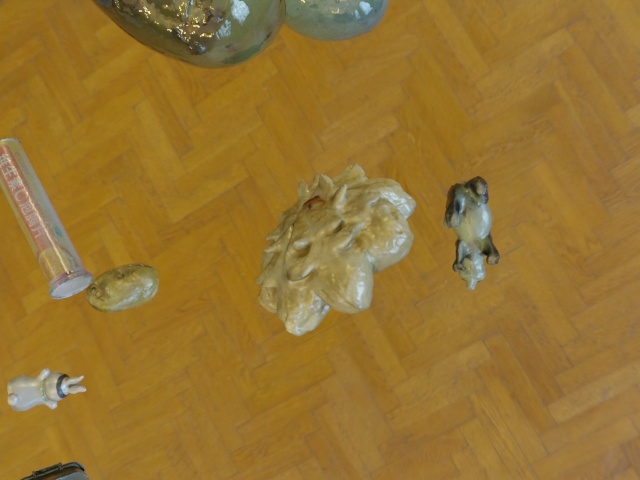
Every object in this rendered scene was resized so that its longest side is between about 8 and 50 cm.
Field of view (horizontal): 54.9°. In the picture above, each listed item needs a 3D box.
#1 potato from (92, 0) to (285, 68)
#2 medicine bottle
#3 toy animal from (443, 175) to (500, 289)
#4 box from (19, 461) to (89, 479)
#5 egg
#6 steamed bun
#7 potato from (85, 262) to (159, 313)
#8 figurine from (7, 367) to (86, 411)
[{"bbox_3d":[-0.157,-0.281,0.626,0.262,0.165,0.165,33,93,-16],"label":"potato"},{"bbox_3d":[-0.716,-0.060,1.546,0.108,0.108,0.426,-35,77,7],"label":"medicine bottle"},{"bbox_3d":[0.294,-0.014,1.207,0.093,0.121,0.225,-10,100,13],"label":"toy animal"},{"bbox_3d":[-0.300,0.323,0.711,0.084,0.069,0.123,-12,81,-33],"label":"box"},{"bbox_3d":[0.010,-0.442,1.094,0.236,0.169,0.169,18,90,30],"label":"egg"},{"bbox_3d":[0.000,0.000,0.946,0.295,0.292,0.137,-33,123,16],"label":"steamed bun"},{"bbox_3d":[-0.465,0.111,1.450,0.170,0.080,0.107,-13,75,-25],"label":"potato"},{"bbox_3d":[-0.556,0.290,1.261,0.146,0.098,0.081,-13,118,-14],"label":"figurine"}]
